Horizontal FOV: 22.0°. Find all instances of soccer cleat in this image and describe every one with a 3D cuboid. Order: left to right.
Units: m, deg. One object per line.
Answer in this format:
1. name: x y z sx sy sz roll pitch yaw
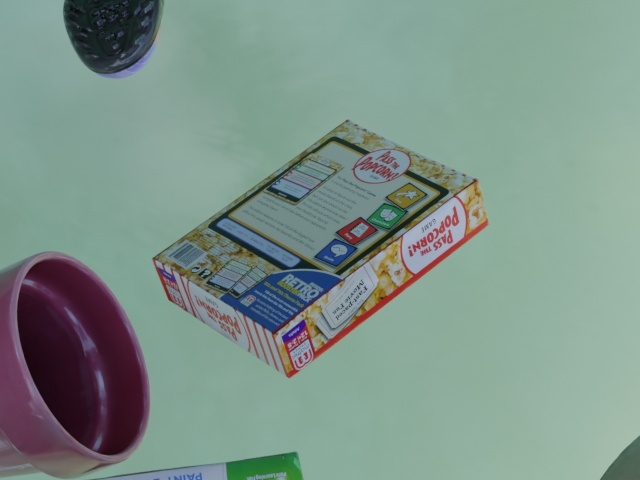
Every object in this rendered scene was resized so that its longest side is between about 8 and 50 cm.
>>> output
1. soccer cleat: -0.209 -0.254 1.728 0.109 0.318 0.116 -20 133 1

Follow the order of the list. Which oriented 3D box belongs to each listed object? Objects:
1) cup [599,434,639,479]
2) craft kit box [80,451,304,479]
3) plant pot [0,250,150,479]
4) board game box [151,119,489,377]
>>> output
1. cup: 0.362 0.286 1.155 0.331 0.237 0.331 3 85 -35
2. craft kit box: -0.143 0.239 1.258 0.247 0.250 0.061 -9 65 -11
3. plant pot: -0.282 0.132 1.488 0.180 0.201 0.201 -22 111 22
4. board game box: 0.000 0.000 1.177 0.193 0.147 0.045 -36 131 -23
